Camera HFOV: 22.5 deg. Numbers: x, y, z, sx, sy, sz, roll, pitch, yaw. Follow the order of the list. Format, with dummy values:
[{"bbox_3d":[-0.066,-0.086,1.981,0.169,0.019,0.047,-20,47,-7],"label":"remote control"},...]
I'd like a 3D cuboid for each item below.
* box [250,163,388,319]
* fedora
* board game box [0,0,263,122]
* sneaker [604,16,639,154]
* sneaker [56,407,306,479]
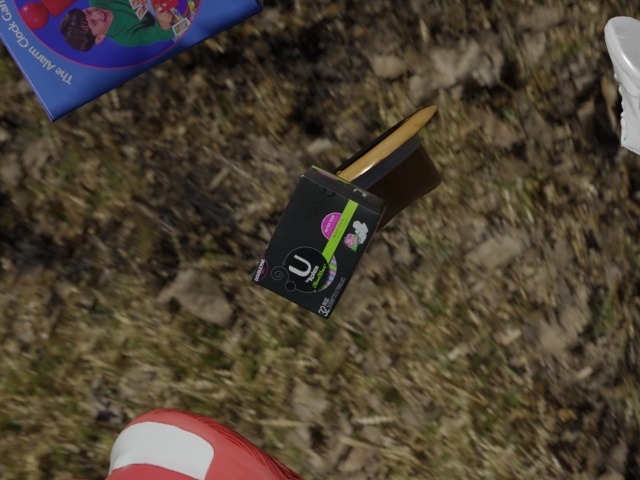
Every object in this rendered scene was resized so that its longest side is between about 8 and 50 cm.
[{"bbox_3d":[0.000,0.000,1.102,0.062,0.052,0.083,27,105,2],"label":"box"},{"bbox_3d":[0.067,-0.062,1.671,0.194,0.194,0.079,-37,94,4],"label":"fedora"},{"bbox_3d":[-0.237,-0.318,1.500,0.233,0.078,0.347,-27,110,8],"label":"board game box"},{"bbox_3d":[0.349,-0.144,1.740,0.080,0.094,0.212,-3,56,-31],"label":"sneaker"},{"bbox_3d":[-0.069,0.132,0.479,0.087,0.221,0.128,37,63,-7],"label":"sneaker"}]
